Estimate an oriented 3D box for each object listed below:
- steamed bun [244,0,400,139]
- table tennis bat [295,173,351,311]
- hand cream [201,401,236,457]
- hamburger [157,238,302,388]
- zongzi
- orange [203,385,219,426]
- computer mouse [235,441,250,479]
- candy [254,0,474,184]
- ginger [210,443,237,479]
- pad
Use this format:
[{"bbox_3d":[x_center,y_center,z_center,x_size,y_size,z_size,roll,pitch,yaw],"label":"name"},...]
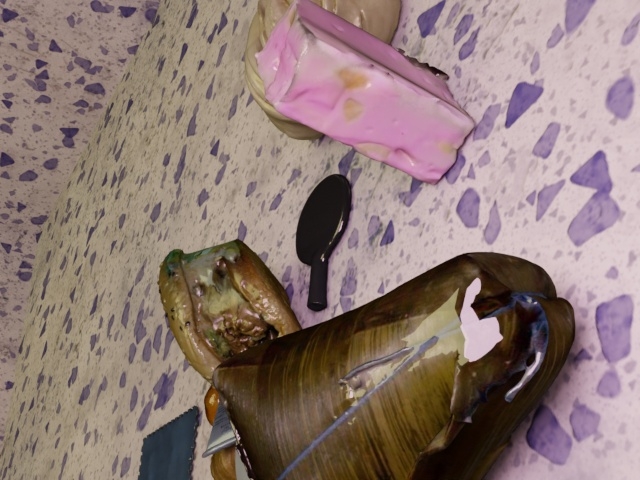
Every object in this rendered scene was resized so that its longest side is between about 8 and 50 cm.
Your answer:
[{"bbox_3d":[-0.022,-0.333,1.351,0.289,0.203,0.276,-46,36,40],"label":"steamed bun"},{"bbox_3d":[0.000,0.000,1.288,0.150,0.027,0.237,-38,40,47],"label":"table tennis bat"},{"bbox_3d":[-0.127,0.229,1.269,0.088,0.055,0.256,-26,23,18],"label":"hand cream"},{"bbox_3d":[-0.147,0.100,1.269,0.167,0.192,0.288,-35,32,2],"label":"hamburger"},{"bbox_3d":[0.102,0.257,0.796,0.403,0.207,0.433,-31,64,38],"label":"zongzi"},{"bbox_3d":[-0.155,0.269,1.354,0.062,0.086,0.086,18,88,28],"label":"orange"},{"bbox_3d":[-0.054,0.280,1.096,0.079,0.127,0.231,-44,35,31],"label":"computer mouse"},{"bbox_3d":[0.057,-0.188,1.043,0.116,0.265,0.156,-52,32,27],"label":"candy"},{"bbox_3d":[-0.119,0.330,1.236,0.115,0.081,0.205,-60,19,-22],"label":"ginger"},{"bbox_3d":[-0.301,0.471,1.558,0.269,0.012,0.270,-36,43,49],"label":"pad"}]
